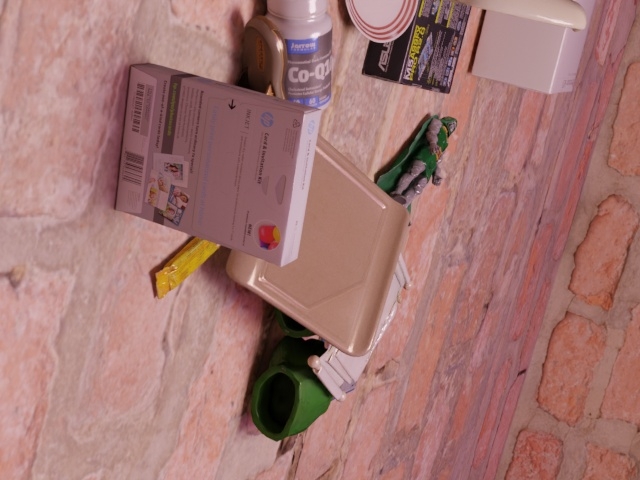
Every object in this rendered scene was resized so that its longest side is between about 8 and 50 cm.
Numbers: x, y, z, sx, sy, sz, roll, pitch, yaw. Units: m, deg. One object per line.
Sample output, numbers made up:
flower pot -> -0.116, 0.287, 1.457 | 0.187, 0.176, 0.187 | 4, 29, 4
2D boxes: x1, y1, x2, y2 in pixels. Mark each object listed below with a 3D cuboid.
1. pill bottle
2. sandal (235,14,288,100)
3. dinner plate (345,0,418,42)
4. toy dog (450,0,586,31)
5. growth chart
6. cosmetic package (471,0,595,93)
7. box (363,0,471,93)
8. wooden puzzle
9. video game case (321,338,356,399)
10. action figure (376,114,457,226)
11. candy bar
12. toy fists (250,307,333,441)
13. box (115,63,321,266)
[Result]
pill bottle -> -0.026, -0.214, 1.147 | 0.078, 0.078, 0.137 | -46, 145, -45
sandal -> -0.067, -0.154, 1.121 | 0.049, 0.072, 0.180 | -33, 136, -33
dinner plate -> 0.076, -0.325, 1.325 | 0.141, 0.017, 0.141 | -13, 109, -42
toy dog -> 0.153, -0.480, 1.165 | 0.395, 0.284, 0.408 | 8, 104, -22
growth chart -> 0.060, 0.105, 1.402 | 0.237, 0.021, 0.172 | -57, 151, -25
cosmetic package -> 0.397, -0.450, 1.811 | 0.197, 0.155, 0.366 | -23, 126, -63
box -> 0.158, -0.352, 1.475 | 0.216, 0.060, 0.270 | -8, 114, -63
wooden puzzle -> 0.000, 0.000, 1.274 | 0.238, 0.044, 0.221 | 35, 63, -36
video game case -> 0.030, 0.198, 1.652 | 0.166, 0.015, 0.119 | -9, 116, -64
action figure -> 0.165, -0.125, 1.663 | 0.232, 0.063, 0.137 | -59, 151, -35
candy bar -> -0.132, 0.007, 1.151 | 0.161, 0.018, 0.040 | -48, 151, -43
toy fists -> -0.015, 0.134, 1.409 | 0.142, 0.096, 0.279 | -10, 116, -57
box -> -0.098, -0.073, 0.956 | 0.038, 0.186, 0.145 | -25, 129, -59
